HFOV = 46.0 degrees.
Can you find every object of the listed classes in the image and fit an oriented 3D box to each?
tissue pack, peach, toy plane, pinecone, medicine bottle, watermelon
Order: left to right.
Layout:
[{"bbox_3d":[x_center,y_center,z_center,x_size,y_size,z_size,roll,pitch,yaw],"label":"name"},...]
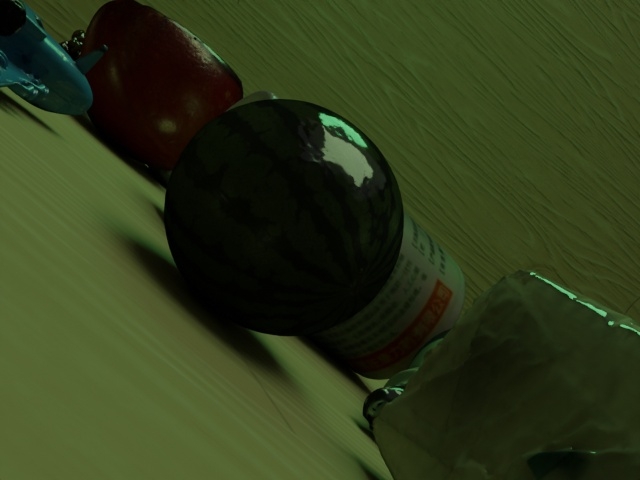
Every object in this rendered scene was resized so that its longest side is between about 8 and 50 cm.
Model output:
[{"bbox_3d":[-0.319,-0.210,0.749,0.271,0.105,0.254,31,23,-53],"label":"toy plane"},{"bbox_3d":[-0.417,-0.305,1.350,0.120,0.140,0.140,2,-31,46],"label":"pinecone"},{"bbox_3d":[-0.273,-0.253,1.221,0.248,0.245,0.275,-12,-49,36],"label":"peach"},{"bbox_3d":[-0.034,-0.020,0.663,0.212,0.212,0.212,42,0,0],"label":"watermelon"},{"bbox_3d":[0.000,0.000,1.007,0.388,0.219,0.219,42,-1,-25],"label":"medicine bottle"},{"bbox_3d":[0.250,0.228,0.529,0.380,0.207,0.297,41,2,-21],"label":"tissue pack"}]

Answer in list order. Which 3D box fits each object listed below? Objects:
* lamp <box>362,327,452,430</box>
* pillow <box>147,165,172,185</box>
[{"bbox_3d":[0.165,0.193,0.837,0.182,0.182,0.314,42,14,14],"label":"lamp"},{"bbox_3d":[-0.227,-0.084,1.385,0.229,0.050,0.148,42,-7,-34],"label":"pillow"}]
